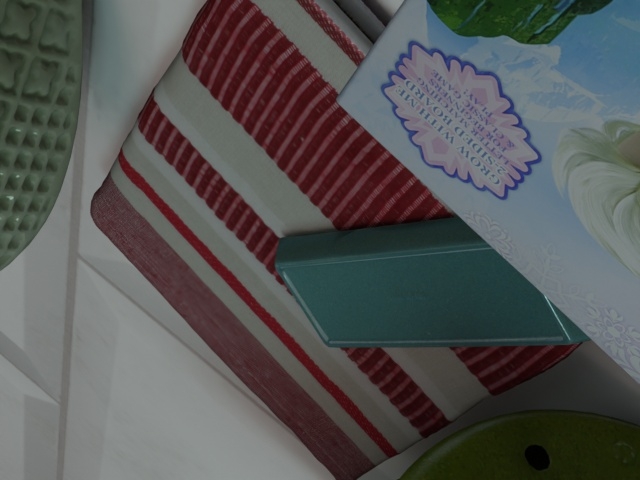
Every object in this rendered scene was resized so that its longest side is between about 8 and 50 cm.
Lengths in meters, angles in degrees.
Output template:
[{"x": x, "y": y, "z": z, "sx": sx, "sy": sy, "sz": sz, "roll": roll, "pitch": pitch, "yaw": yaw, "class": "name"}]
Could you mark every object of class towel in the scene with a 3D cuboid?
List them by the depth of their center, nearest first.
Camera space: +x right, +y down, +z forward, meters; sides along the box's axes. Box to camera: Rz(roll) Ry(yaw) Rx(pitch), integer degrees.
[{"x": 0.000, "y": 0.000, "z": 0.780, "sx": 0.237, "sy": 0.037, "sz": 0.329, "roll": 46, "pitch": 150, "yaw": 1, "class": "towel"}]

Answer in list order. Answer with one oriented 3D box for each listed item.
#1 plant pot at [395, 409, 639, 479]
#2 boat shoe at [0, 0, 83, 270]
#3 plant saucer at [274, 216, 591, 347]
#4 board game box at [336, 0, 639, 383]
[{"x": 0.079, "y": 0.273, "z": 0.756, "sx": 0.366, "sy": 0.366, "sz": 0.353, "roll": 39, "pitch": 140, "yaw": 10, "class": "plant pot"}, {"x": -0.250, "y": -0.193, "z": 0.704, "sx": 0.156, "sy": 0.187, "sz": 0.500, "roll": 23, "pitch": 140, "yaw": 43, "class": "boat shoe"}, {"x": 0.046, "y": 0.024, "z": 0.697, "sx": 0.192, "sy": 0.018, "sz": 0.067, "roll": -7, "pitch": 120, "yaw": 54, "class": "plant saucer"}, {"x": 0.184, "y": -0.025, "z": 0.471, "sx": 0.319, "sy": 0.066, "sz": 0.318, "roll": 43, "pitch": 152, "yaw": 3, "class": "board game box"}]
